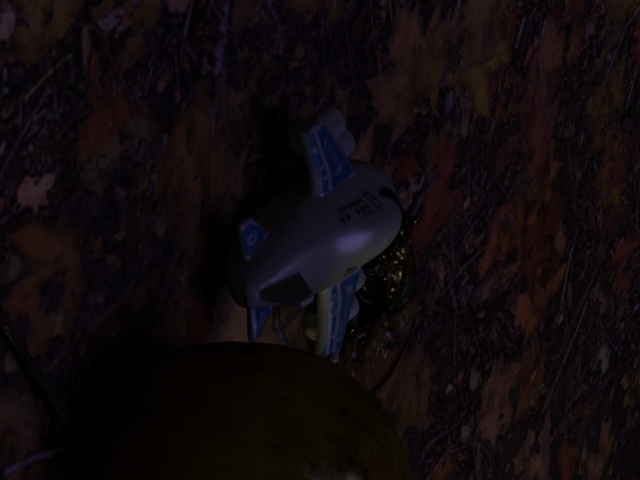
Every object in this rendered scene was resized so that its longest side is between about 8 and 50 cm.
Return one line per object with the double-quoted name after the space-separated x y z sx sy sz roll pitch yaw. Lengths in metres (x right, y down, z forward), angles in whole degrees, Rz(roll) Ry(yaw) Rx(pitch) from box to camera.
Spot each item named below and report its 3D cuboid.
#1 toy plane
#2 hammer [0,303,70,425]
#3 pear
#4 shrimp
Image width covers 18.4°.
-0.005 -0.001 1.962 0.267 0.123 0.266 -31 127 -54 "toy plane"
-0.259 0.076 1.631 0.058 0.029 0.292 -59 150 -27 "hammer"
-0.059 0.237 1.797 0.304 0.304 0.304 -36 132 -51 "pear"
0.044 0.071 2.160 0.178 0.075 0.289 -55 159 -30 "shrimp"
